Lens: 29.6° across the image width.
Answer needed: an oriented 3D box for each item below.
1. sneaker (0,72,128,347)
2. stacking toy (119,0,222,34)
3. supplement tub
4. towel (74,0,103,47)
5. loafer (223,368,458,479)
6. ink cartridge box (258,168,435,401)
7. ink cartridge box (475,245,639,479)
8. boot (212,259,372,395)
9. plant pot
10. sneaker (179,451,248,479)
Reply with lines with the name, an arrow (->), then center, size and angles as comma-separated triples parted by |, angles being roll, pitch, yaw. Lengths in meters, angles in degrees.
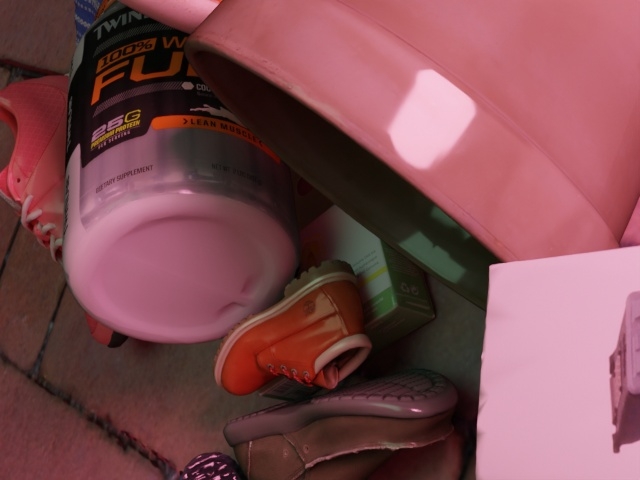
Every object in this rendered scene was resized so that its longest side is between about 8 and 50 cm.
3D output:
sneaker -> -0.269, -0.031, 1.261 | 0.116, 0.136, 0.314 | 130, 129, -59
stacking toy -> -0.022, -0.410, 0.861 | 0.480, 0.350, 0.351 | -47, 45, 28
supplement tub -> -0.125, -0.084, 1.058 | 0.193, 0.193, 0.316 | -41, 39, 30
towel -> -0.223, -0.235, 1.284 | 0.243, 0.040, 0.336 | 51, 146, 45
loafer -> 0.021, 0.161, 0.951 | 0.251, 0.094, 0.088 | -22, 83, 52
ink cartridge box -> 0.000, 0.000, 1.054 | 0.171, 0.056, 0.235 | -36, 52, 34
ink cartridge box -> 0.263, 0.081, 0.590 | 0.306, 0.226, 0.131 | -11, 66, 47
boot -> -0.024, 0.093, 0.962 | 0.158, 0.059, 0.085 | -41, 56, 29
plant pot -> 0.120, -0.133, 0.814 | 0.280, 0.323, 0.323 | -51, 41, -4
sneaker -> -0.066, 0.282, 1.015 | 0.082, 0.069, 0.209 | 103, 147, -55
